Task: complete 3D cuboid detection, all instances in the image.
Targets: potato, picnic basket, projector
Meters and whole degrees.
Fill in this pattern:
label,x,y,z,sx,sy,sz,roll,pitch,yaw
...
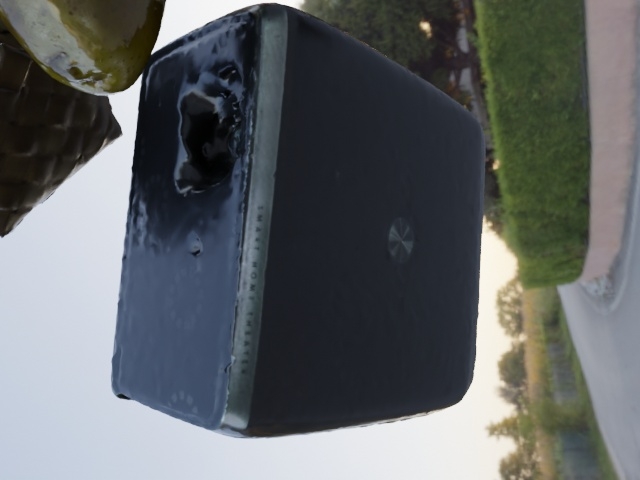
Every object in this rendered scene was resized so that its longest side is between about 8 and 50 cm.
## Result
label,x,y,z,sx,sy,sz,roll,pitch,yaw
potato,-0.203,-0.290,0.402,0.176,0.195,0.369,-10,-97,-27
picnic basket,-0.395,-0.194,0.549,0.254,0.291,0.321,-57,-26,-34
projector,0.000,0.000,0.652,0.405,0.242,0.395,10,-99,-46
